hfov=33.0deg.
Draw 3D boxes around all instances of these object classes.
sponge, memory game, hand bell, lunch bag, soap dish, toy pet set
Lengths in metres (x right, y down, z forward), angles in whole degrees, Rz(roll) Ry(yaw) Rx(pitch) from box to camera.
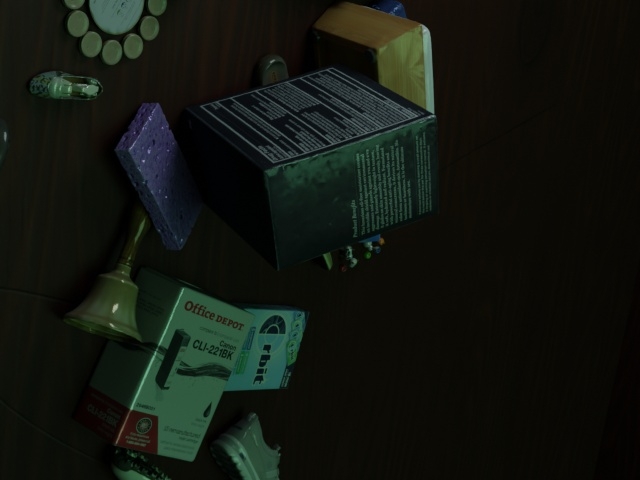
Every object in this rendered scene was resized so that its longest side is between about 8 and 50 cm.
[{"bbox_3d":[-0.245,-0.097,1.675,0.117,0.031,0.210,-71,151,-42],"label":"sponge"},{"bbox_3d":[-0.295,-0.345,1.555,0.186,0.012,0.186,-24,124,-42],"label":"memory game"},{"bbox_3d":[-0.300,0.026,1.666,0.126,0.126,0.242,34,67,-51],"label":"hand bell"},{"bbox_3d":[0.118,-0.392,1.985,0.065,0.067,0.098,-50,137,-24],"label":"lunch bag"},{"bbox_3d":[0.089,-0.254,1.891,0.118,0.229,0.291,-24,124,-29],"label":"soap dish"},{"bbox_3d":[0.099,0.002,2.141,0.122,0.065,0.114,-29,127,-40],"label":"toy pet set"}]

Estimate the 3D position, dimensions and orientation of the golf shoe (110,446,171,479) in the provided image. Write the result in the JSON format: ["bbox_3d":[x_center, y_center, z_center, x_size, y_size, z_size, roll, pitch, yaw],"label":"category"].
[{"bbox_3d":[-0.291,0.454,1.849,0.120,0.105,0.273,-47,137,-16],"label":"golf shoe"}]

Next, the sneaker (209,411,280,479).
[{"bbox_3d":[-0.104,0.446,2.063,0.115,0.105,0.281,-46,136,-27],"label":"sneaker"}]

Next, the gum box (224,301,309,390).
[{"bbox_3d":[-0.111,0.197,1.995,0.184,0.041,0.157,8,99,-52],"label":"gum box"}]

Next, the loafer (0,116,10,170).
[{"bbox_3d":[-0.518,-0.004,1.370,0.130,0.133,0.366,23,77,-29],"label":"loafer"}]

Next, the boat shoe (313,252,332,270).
[{"bbox_3d":[0.000,0.000,2.033,0.045,0.050,0.135,-43,135,-22],"label":"boat shoe"}]

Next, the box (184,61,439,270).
[{"bbox_3d":[-0.017,-0.126,1.703,0.294,0.296,0.183,-19,122,-23],"label":"box"}]

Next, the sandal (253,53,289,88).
[{"bbox_3d":[-0.055,-0.217,1.860,0.090,0.060,0.219,-38,132,-34],"label":"sandal"}]

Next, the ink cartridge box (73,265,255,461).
[{"bbox_3d":[-0.250,0.204,1.771,0.197,0.114,0.273,28,84,-51],"label":"ink cartridge box"}]

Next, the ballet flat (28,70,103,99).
[{"bbox_3d":[-0.353,-0.216,1.520,0.114,0.041,0.041,-7,111,-49],"label":"ballet flat"}]
